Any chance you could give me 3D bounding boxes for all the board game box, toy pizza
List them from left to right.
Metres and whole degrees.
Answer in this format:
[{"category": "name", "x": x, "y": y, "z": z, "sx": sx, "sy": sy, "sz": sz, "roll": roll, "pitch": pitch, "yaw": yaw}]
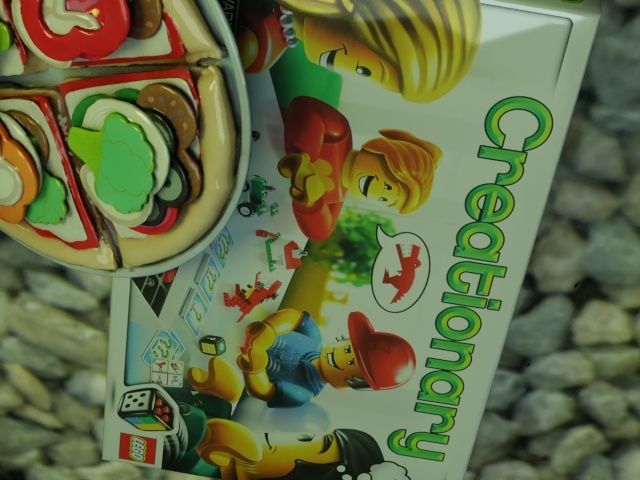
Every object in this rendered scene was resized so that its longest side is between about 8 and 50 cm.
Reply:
[{"category": "toy pizza", "x": -0.120, "y": -0.068, "z": 0.558, "sx": 0.201, "sy": 0.032, "sz": 0.201, "roll": 16, "pitch": 125, "yaw": 24}, {"category": "board game box", "x": 0.000, "y": 0.000, "z": 0.626, "sx": 0.193, "sy": 0.053, "sz": 0.305, "roll": 9, "pitch": 126, "yaw": 0}]
